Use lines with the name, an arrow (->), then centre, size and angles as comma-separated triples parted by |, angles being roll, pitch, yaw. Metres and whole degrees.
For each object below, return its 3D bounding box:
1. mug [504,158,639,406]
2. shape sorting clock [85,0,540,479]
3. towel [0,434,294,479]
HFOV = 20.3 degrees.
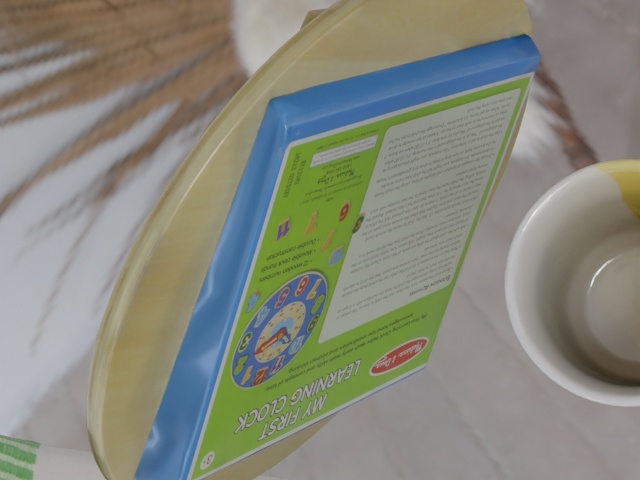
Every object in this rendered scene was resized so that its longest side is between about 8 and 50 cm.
mug -> 0.092, 0.014, 0.473 | 0.078, 0.064, 0.062 | -8, 80, 13
shape sorting clock -> 0.000, 0.000, 0.579 | 0.040, 0.206, 0.206 | 32, 83, 26
towel -> -0.110, 0.212, 0.790 | 0.038, 0.325, 0.248 | 104, 176, -71
